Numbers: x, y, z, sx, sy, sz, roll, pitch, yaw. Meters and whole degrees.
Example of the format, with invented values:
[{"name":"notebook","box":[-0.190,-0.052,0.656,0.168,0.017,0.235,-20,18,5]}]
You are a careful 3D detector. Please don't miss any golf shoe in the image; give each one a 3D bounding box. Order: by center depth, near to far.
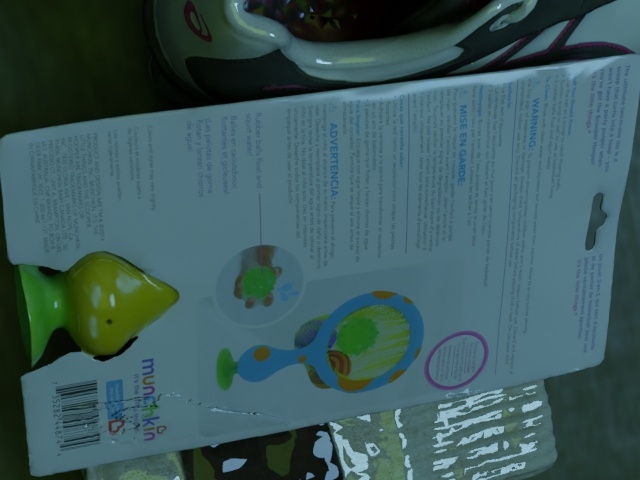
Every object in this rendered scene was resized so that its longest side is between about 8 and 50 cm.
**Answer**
[{"name":"golf shoe","box":[0.070,-0.099,0.508,0.272,0.120,0.105,-17,100,-13]}]

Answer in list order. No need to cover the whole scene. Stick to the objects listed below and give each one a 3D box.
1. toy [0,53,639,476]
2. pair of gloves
[{"name":"toy","box":[0.000,0.000,0.510,0.237,0.056,0.137,-11,121,-21]},{"name":"pair of gloves","box":[0.013,0.155,0.541,0.204,0.042,0.240,-7,86,-14]}]
